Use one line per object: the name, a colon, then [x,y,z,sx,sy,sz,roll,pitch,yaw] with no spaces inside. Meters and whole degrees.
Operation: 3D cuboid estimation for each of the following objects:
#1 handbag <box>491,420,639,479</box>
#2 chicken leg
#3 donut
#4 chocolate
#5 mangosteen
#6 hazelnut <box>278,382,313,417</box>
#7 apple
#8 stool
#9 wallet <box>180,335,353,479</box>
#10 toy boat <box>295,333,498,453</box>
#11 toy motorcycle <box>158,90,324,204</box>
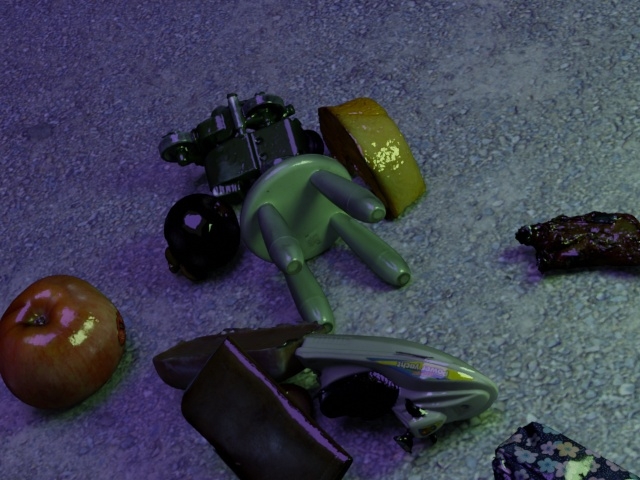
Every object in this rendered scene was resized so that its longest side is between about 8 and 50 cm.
handbag: [0.276,0.322,1.325,0.229,0.207,0.127,26,47,37]
chicken leg: [0.383,0.003,1.720,0.234,0.063,0.105,-3,49,24]
donut: [0.073,-0.160,1.996,0.101,0.152,0.259,-28,40,-5]
chocolate: [-0.112,0.178,1.760,0.261,0.083,0.161,-9,7,32]
mangosteen: [-0.204,-0.001,2.008,0.151,0.137,0.137,-52,32,24]
hazelnut: [-0.052,0.235,1.698,0.086,0.086,0.086,-15,41,13]
apple: [-0.406,0.155,1.901,0.209,0.164,0.209,-14,44,14]
stool: [0.000,0.000,1.835,0.195,0.195,0.198,-30,44,-6]
wallet: [-0.079,0.255,1.619,0.255,0.031,0.137,42,106,27]
toy boat: [0.094,0.198,1.613,0.269,0.141,0.141,16,55,36]
toy motorcycle: [-0.134,-0.145,2.118,0.275,0.127,0.205,-23,67,16]
